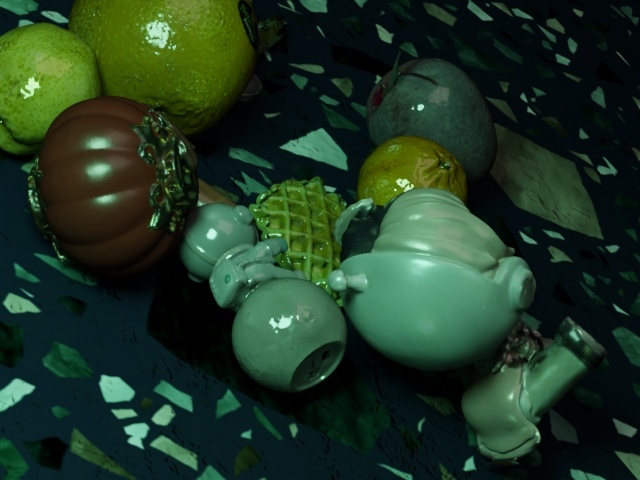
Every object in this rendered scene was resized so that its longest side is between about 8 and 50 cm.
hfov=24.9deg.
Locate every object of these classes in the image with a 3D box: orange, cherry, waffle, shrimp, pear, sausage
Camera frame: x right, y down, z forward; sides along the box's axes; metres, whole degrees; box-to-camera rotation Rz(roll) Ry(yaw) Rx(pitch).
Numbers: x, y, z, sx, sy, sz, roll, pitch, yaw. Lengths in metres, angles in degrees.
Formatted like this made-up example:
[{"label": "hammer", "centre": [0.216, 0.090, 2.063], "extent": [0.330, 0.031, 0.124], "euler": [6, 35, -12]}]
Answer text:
[{"label": "orange", "centre": [0.137, -0.068, 2.125], "extent": [0.177, 0.155, 0.178], "euler": [7, 80, -46]}, {"label": "orange", "centre": [-0.217, -0.274, 2.007], "extent": [0.274, 0.274, 0.274], "euler": [22, 37, -17]}, {"label": "cherry", "centre": [0.171, -0.189, 2.275], "extent": [0.266, 0.183, 0.213], "euler": [51, 5, -16]}, {"label": "waffle", "centre": [0.000, 0.000, 2.030], "extent": [0.208, 0.054, 0.214], "euler": [48, 34, 14]}, {"label": "shrimp", "centre": [-0.146, -0.347, 2.337], "extent": [0.150, 0.051, 0.217], "euler": [38, 39, 16]}, {"label": "pear", "centre": [-0.368, -0.191, 1.871], "extent": [0.178, 0.178, 0.178], "euler": [22, 37, -17]}, {"label": "sausage", "centre": [-0.173, -0.051, 1.946], "extent": [0.169, 0.065, 0.065], "euler": [35, 35, 1]}]

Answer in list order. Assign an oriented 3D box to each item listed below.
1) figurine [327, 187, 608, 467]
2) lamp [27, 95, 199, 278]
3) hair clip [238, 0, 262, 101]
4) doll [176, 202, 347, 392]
[{"label": "figurine", "centre": [0.181, 0.095, 1.847], "extent": [0.361, 0.253, 0.211], "euler": [49, 42, -20]}, {"label": "lamp", "centre": [-0.247, -0.067, 1.773], "extent": [0.227, 0.227, 0.227], "euler": [22, 37, -17]}, {"label": "hair clip", "centre": [-0.164, -0.301, 2.215], "extent": [0.146, 0.075, 0.257], "euler": [0, 49, -7]}, {"label": "doll", "centre": [-0.087, 0.060, 1.821], "extent": [0.151, 0.151, 0.287], "euler": [-9, 49, -44]}]
